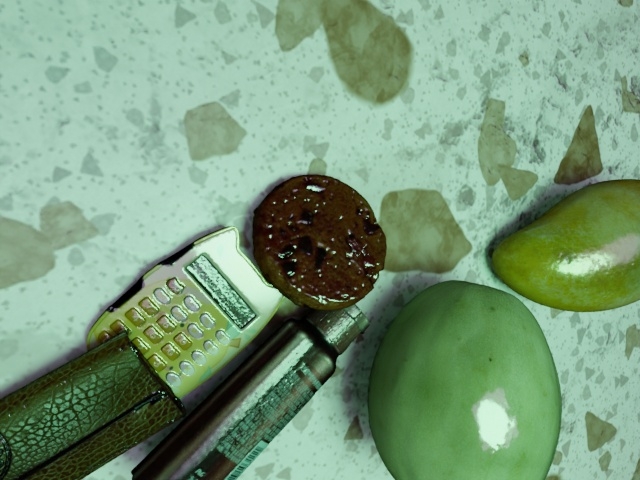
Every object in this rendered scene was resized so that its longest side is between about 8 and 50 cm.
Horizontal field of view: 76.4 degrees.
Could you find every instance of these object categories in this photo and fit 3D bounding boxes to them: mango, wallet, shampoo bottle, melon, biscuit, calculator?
[{"bbox_3d":[0.492,0.009,0.725,0.384,0.199,0.221,-11,106,-12],"label":"mango"},{"bbox_3d":[-0.291,0.213,0.443,0.243,0.039,0.132,-28,110,-12],"label":"wallet"},{"bbox_3d":[-0.072,0.198,0.526,0.323,0.084,0.129,-44,136,-16],"label":"shampoo bottle"},{"bbox_3d":[0.192,0.210,0.566,0.272,0.272,0.308,45,58,-21],"label":"melon"},{"bbox_3d":[0.000,0.000,0.542,0.192,0.049,0.192,7,64,-15],"label":"biscuit"},{"bbox_3d":[-0.166,0.098,0.510,0.236,0.033,0.157,-41,110,-14],"label":"calculator"}]
